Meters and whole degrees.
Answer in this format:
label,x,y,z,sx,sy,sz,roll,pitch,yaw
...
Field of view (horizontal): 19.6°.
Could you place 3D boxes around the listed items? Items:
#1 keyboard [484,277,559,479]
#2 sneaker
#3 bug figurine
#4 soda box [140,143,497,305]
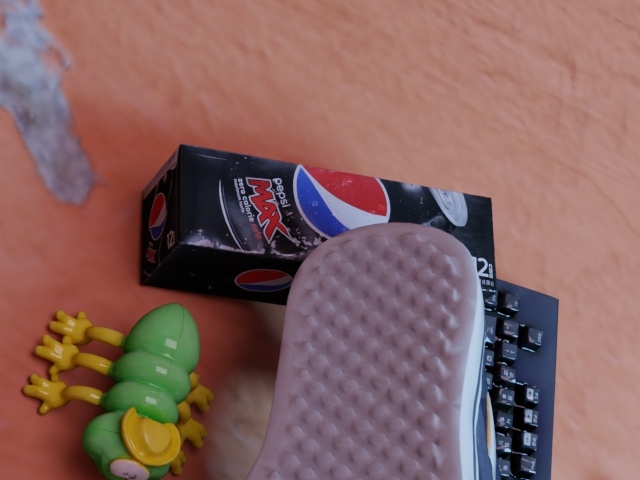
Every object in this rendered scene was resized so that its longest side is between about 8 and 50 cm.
label,x,y,z,sx,sy,sz,roll,pitch,yaw
keyboard,0.098,0.172,0.939,0.201,0.033,0.317,20,62,-27
sneaker,0.015,0.141,0.776,0.321,0.126,0.127,-68,158,-46
bug figurine,-0.142,0.096,0.778,0.279,0.072,0.216,28,58,-22
soda box,0.000,0.000,0.907,0.169,0.060,0.053,9,64,-23
